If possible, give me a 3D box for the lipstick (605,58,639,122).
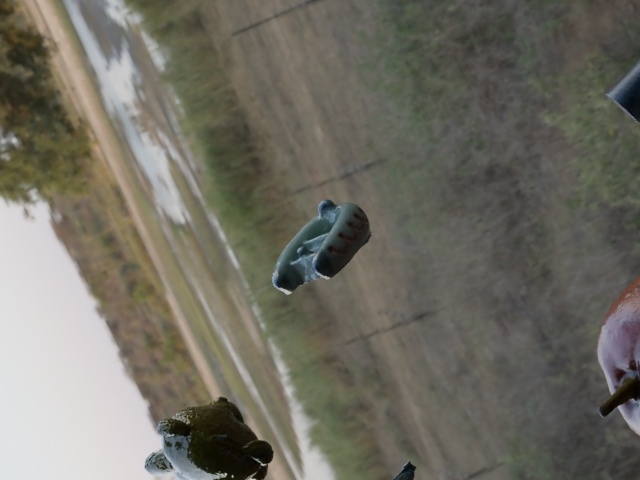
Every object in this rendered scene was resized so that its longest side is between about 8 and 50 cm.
[{"bbox_3d":[0.436,-0.244,1.232,0.053,0.234,0.053,38,-165,-12],"label":"lipstick"}]

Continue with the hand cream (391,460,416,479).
[{"bbox_3d":[0.067,0.385,1.470,0.052,0.075,0.248,66,-152,-5],"label":"hand cream"}]

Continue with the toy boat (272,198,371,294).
[{"bbox_3d":[0.000,0.000,1.570,0.134,0.207,0.078,-25,104,35],"label":"toy boat"}]

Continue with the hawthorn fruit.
[{"bbox_3d":[0.521,0.174,1.506,0.287,0.330,0.287,48,152,36],"label":"hawthorn fruit"}]

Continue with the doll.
[{"bbox_3d":[-0.121,0.227,1.155,0.209,0.137,0.097,119,160,-67],"label":"doll"}]
